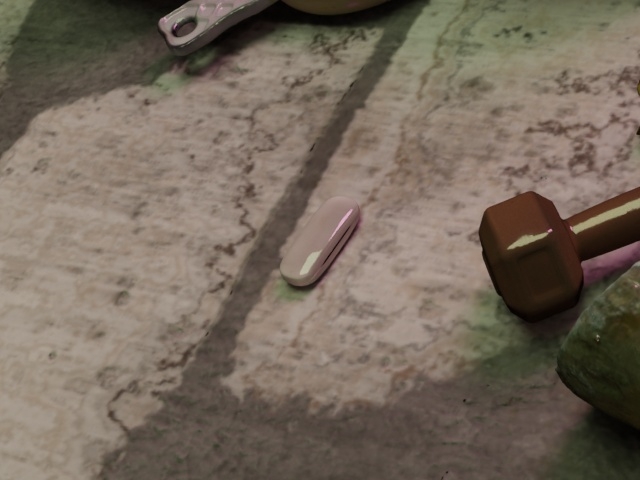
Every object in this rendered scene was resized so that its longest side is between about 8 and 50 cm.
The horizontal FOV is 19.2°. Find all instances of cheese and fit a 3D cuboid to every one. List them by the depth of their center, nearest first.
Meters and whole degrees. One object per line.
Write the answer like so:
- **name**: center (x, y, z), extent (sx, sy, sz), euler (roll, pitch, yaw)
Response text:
- **cheese**: center (-0.011, -0.244, 1.609), extent (0.286, 0.082, 0.163), euler (-28, 43, 0)

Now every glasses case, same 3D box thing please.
- **glasses case**: center (0.000, 0.000, 1.422), extent (0.032, 0.021, 0.083), euler (13, 57, 37)

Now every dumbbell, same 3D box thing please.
- **dumbbell**: center (0.222, -0.020, 1.293), extent (0.231, 0.092, 0.082), euler (-23, 15, 5)

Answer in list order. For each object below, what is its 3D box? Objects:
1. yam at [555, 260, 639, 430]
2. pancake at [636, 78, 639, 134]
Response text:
- **yam**: center (0.292, 0.104, 1.115), extent (0.133, 0.133, 0.330), euler (-44, 47, -16)
- **pancake**: center (0.363, -0.213, 1.395), extent (0.376, 0.054, 0.197), euler (-40, 17, -1)
